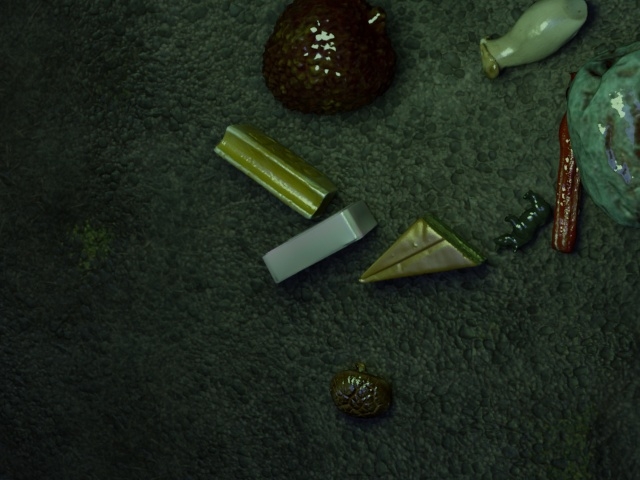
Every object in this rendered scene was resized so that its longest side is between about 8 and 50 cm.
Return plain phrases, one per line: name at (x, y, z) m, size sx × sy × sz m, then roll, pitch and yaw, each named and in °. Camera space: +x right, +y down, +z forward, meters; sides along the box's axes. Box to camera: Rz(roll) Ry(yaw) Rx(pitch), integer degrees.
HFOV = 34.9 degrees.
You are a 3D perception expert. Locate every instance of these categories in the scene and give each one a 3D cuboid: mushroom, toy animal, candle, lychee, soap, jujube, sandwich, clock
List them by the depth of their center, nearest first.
jujube at (0.543, -0.168, 1.693) m, size 0.215 × 0.246 × 0.308 m, roll -8°, pitch 114°, yaw 49°
mushroom at (0.374, -0.365, 1.802) m, size 0.213 × 0.088 × 0.097 m, roll -28°, pitch 80°, yaw 25°
candle at (0.451, -0.140, 1.834) m, size 0.051 × 0.048 × 0.329 m, roll 19°, pitch 108°, yaw 56°
lychee at (0.015, -0.336, 1.849) m, size 0.271 × 0.236 × 0.236 m, roll -33°, pitch 87°, yaw 39°
toy animal at (0.368, -0.026, 1.876) m, size 0.065 × 0.047 × 0.135 m, roll 41°, pitch 107°, yaw 6°
sandwich at (0.190, 0.054, 1.907) m, size 0.144 × 0.117 × 0.187 m, roll 46°, pitch 107°, yaw 10°
clock at (0.000, 0.000, 1.942) m, size 0.197 × 0.150 × 0.063 m, roll -29°, pitch 92°, yaw 20°
soap at (-0.078, -0.133, 1.951) m, size 0.232 × 0.140 × 0.073 m, roll 35°, pitch 107°, yaw 10°
mushroom at (0.079, 0.301, 1.996) m, size 0.126 × 0.085 × 0.109 m, roll 8°, pitch 99°, yaw 5°
